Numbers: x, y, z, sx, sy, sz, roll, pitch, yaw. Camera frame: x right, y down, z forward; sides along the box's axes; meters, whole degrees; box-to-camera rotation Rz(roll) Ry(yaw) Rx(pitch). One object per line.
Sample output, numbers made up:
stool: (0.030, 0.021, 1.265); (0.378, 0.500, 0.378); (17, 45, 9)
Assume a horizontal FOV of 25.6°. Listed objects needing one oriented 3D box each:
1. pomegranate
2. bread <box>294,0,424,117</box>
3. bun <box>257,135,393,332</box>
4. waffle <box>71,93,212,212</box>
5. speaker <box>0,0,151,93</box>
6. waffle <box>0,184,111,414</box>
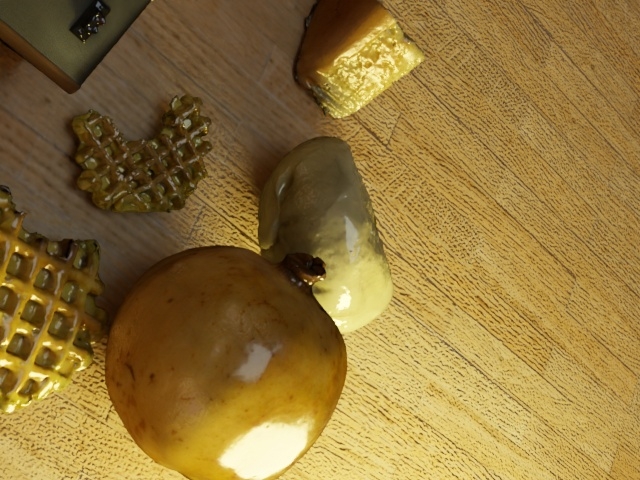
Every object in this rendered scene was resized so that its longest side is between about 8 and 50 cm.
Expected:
pomegranate: (-0.112, 0.153, 1.674); (0.307, 0.307, 0.307); (1, 88, -44)
bread: (0.041, -0.280, 1.973); (0.140, 0.169, 0.160); (41, 22, -36)
bun: (0.000, 0.000, 1.837); (0.160, 0.259, 0.259); (-17, 105, 1)
waffle: (-0.217, -0.107, 1.721); (0.194, 0.051, 0.149); (0, 89, -39)
speaker: (-0.325, -0.298, 1.505); (0.153, 0.192, 0.231); (-50, 125, -2)
waffle: (-0.353, 0.063, 1.587); (0.291, 0.051, 0.291); (-2, 94, -45)
